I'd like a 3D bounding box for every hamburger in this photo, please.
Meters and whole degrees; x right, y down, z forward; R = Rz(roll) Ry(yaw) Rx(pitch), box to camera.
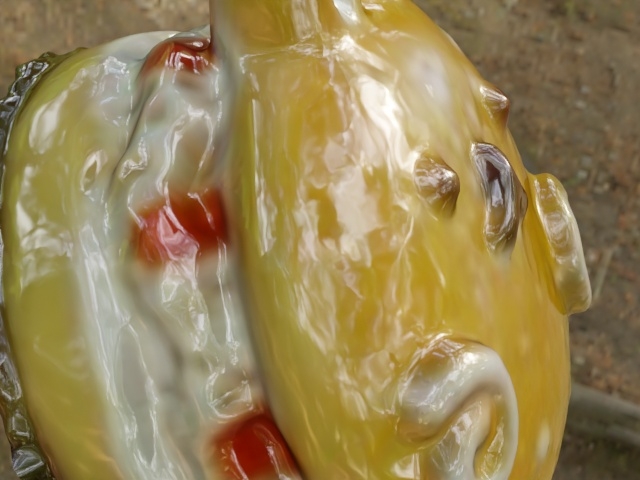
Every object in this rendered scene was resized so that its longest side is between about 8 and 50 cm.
[{"bbox_3d":[0.000,0.000,0.686,0.186,0.302,0.261,-18,3,26],"label":"hamburger"}]
